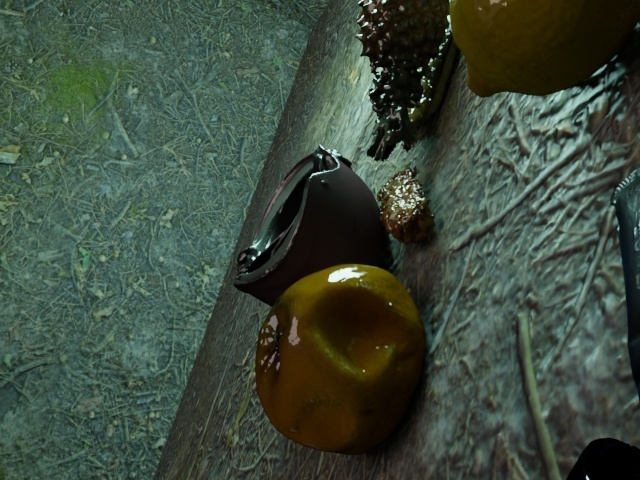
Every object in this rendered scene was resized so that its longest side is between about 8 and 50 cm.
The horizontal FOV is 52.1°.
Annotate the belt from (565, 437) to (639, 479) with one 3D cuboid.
[{"bbox_3d":[0.169,0.175,0.291,0.078,0.151,0.198,-62,-12,13],"label":"belt"}]

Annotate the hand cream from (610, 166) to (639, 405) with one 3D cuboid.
[{"bbox_3d":[0.255,0.017,0.453,0.120,0.061,0.271,-58,8,48],"label":"hand cream"}]

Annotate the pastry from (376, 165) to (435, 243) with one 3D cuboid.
[{"bbox_3d":[0.129,-0.046,0.971,0.087,0.063,0.169,-38,20,19],"label":"pastry"}]

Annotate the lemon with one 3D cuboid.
[{"bbox_3d":[0.232,-0.251,0.667,0.244,0.186,0.187,-60,16,26],"label":"lemon"}]

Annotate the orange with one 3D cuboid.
[{"bbox_3d":[0.009,0.147,0.853,0.249,0.183,0.249,-56,18,30],"label":"orange"}]

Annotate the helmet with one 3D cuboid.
[{"bbox_3d":[0.000,0.000,1.089,0.271,0.197,0.338,-55,11,13],"label":"helmet"}]

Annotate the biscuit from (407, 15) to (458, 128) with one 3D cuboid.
[{"bbox_3d":[0.200,-0.301,1.168,0.131,0.025,0.231,-23,46,69],"label":"biscuit"}]

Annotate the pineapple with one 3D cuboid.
[{"bbox_3d":[0.133,-0.312,1.098,0.175,0.174,0.362,144,137,-64],"label":"pineapple"}]
